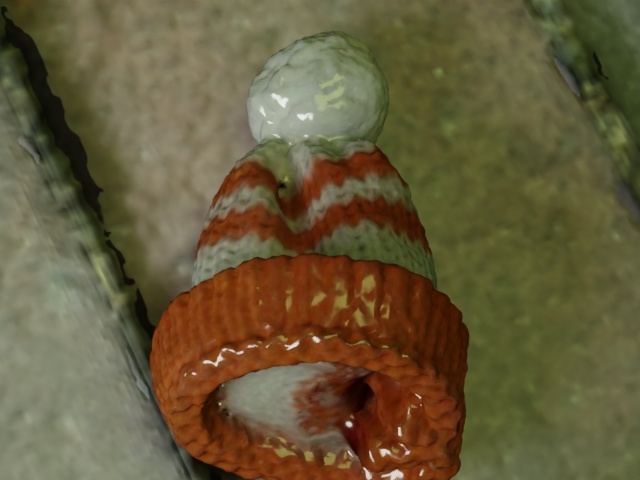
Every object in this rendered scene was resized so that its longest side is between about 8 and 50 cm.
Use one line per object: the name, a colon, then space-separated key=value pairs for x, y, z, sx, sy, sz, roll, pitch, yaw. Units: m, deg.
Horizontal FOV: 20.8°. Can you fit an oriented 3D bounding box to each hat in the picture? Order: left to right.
hat: x=0.000 y=0.000 z=0.604 sx=0.112 sy=0.093 sz=0.162 roll=18 pitch=45 yaw=-23
